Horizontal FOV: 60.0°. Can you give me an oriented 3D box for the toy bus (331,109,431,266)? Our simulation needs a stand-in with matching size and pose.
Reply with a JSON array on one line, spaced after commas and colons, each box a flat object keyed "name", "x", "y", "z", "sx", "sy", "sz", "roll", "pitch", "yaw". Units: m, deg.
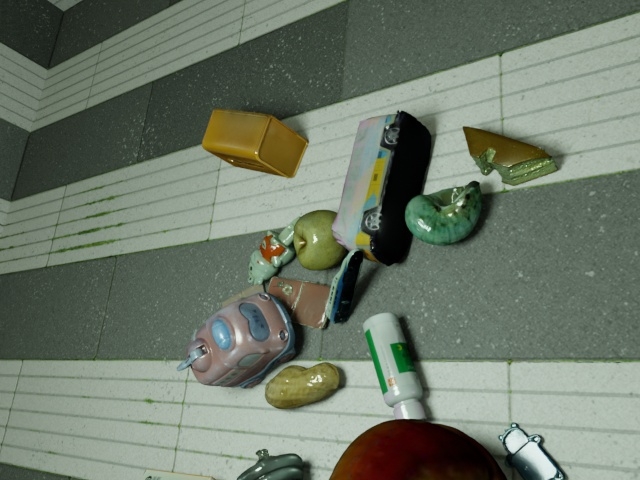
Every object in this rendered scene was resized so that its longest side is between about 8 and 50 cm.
[{"name": "toy bus", "x": 0.155, "y": -0.130, "z": 1.452, "sx": 0.162, "sy": 0.171, "sz": 0.386, "roll": 4, "pitch": 76, "yaw": 43}]

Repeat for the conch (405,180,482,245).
[{"name": "conch", "x": 0.294, "y": -0.063, "z": 1.346, "sx": 0.188, "sy": 0.122, "sz": 0.176, "roll": -1, "pitch": 50, "yaw": 34}]

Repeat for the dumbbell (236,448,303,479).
[{"name": "dumbbell", "x": -0.071, "y": 0.675, "z": 1.274, "sx": 0.179, "sy": 0.179, "sz": 0.406, "roll": -39, "pitch": 54, "yaw": 17}]

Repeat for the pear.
[{"name": "pear", "x": 0.000, "y": 0.000, "z": 1.516, "sx": 0.167, "sy": 0.136, "sz": 0.167, "roll": 9, "pitch": 101, "yaw": 56}]

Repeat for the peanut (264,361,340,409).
[{"name": "peanut", "x": -0.049, "y": 0.371, "z": 1.434, "sx": 0.226, "sy": 0.095, "sz": 0.108, "roll": -21, "pitch": 64, "yaw": 27}]

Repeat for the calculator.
[{"name": "calculator", "x": 0.419, "y": 0.438, "z": 1.117, "sx": 0.094, "sy": 0.019, "sz": 0.141, "roll": -46, "pitch": 50, "yaw": 11}]

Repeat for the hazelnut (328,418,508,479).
[{"name": "hazelnut", "x": 0.166, "y": 0.555, "z": 1.024, "sx": 0.402, "sy": 0.402, "sz": 0.429, "roll": -14, "pitch": 71, "yaw": 31}]

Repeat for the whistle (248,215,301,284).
[{"name": "whistle", "x": -0.134, "y": 0.032, "z": 1.632, "sx": 0.253, "sy": 0.106, "sz": 0.102, "roll": -47, "pitch": 68, "yaw": 12}]

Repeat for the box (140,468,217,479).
[{"name": "box", "x": -0.408, "y": 0.747, "z": 1.504, "sx": 0.274, "sy": 0.091, "sz": 0.221, "roll": -8, "pitch": 45, "yaw": 34}]

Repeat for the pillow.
[{"name": "pillow", "x": -0.062, "y": 0.172, "z": 1.558, "sx": 0.232, "sy": 0.043, "sz": 0.126, "roll": 7, "pitch": 76, "yaw": 36}]

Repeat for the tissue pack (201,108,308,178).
[{"name": "tissue pack", "x": -0.214, "y": -0.308, "z": 1.764, "sx": 0.274, "sy": 0.194, "sz": 0.145, "roll": 16, "pitch": 81, "yaw": 40}]

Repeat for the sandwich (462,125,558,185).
[{"name": "sandwich", "x": 0.429, "y": -0.198, "z": 1.320, "sx": 0.244, "sy": 0.090, "sz": 0.088, "roll": 33, "pitch": 90, "yaw": 40}]

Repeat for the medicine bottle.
[{"name": "medicine bottle", "x": 0.174, "y": 0.302, "z": 1.301, "sx": 0.095, "sy": 0.095, "sz": 0.260, "roll": -29, "pitch": 56, "yaw": 24}]

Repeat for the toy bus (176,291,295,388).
[{"name": "toy bus", "x": -0.228, "y": 0.274, "z": 1.486, "sx": 0.294, "sy": 0.232, "sz": 0.197, "roll": -40, "pitch": 65, "yaw": 25}]

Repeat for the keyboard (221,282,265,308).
[{"name": "keyboard", "x": -0.235, "y": 0.179, "z": 1.698, "sx": 0.166, "sy": 0.017, "sz": 0.055, "roll": -29, "pitch": 62, "yaw": 24}]

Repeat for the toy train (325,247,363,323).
[{"name": "toy train", "x": 0.062, "y": 0.108, "z": 1.409, "sx": 0.051, "sy": 0.052, "sz": 0.234, "roll": 44, "pitch": 136, "yaw": 41}]
